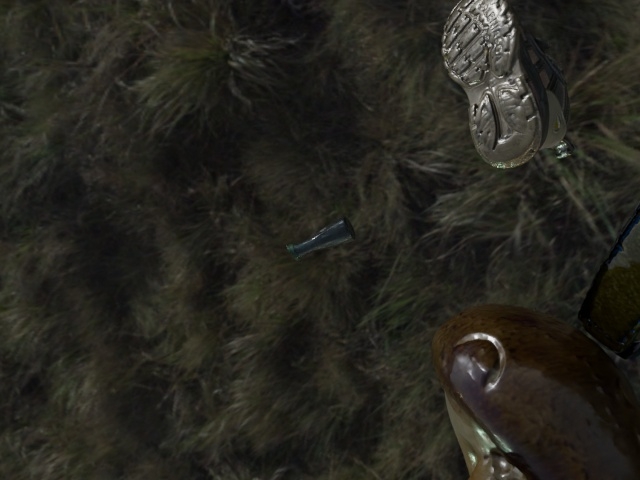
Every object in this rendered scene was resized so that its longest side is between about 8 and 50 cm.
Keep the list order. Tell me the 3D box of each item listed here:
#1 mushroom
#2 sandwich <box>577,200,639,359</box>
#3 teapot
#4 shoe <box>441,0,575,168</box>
[{"bbox_3d":[0.155,0.145,0.440,0.138,0.194,0.231,-20,90,18],"label":"mushroom"},{"bbox_3d":[0.242,-0.021,0.389,0.079,0.159,0.235,40,108,26],"label":"sandwich"},{"bbox_3d":[0.000,0.000,1.129,0.111,0.043,0.042,-23,89,14],"label":"teapot"},{"bbox_3d":[0.186,-0.154,0.647,0.089,0.092,0.180,-35,63,50],"label":"shoe"}]
